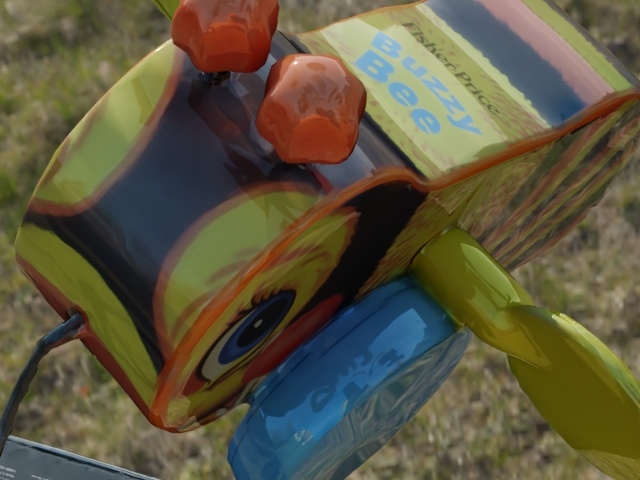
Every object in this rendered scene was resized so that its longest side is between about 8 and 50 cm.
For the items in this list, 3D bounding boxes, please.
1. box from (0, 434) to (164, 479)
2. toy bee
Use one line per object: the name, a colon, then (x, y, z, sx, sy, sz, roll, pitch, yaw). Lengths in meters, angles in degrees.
box: (-0.169, 0.195, 0.732, 0.322, 0.079, 0.257, 14, 39, 12)
toy bee: (0.000, 0.000, 0.396, 0.195, 0.162, 0.298, 31, 48, 1)
